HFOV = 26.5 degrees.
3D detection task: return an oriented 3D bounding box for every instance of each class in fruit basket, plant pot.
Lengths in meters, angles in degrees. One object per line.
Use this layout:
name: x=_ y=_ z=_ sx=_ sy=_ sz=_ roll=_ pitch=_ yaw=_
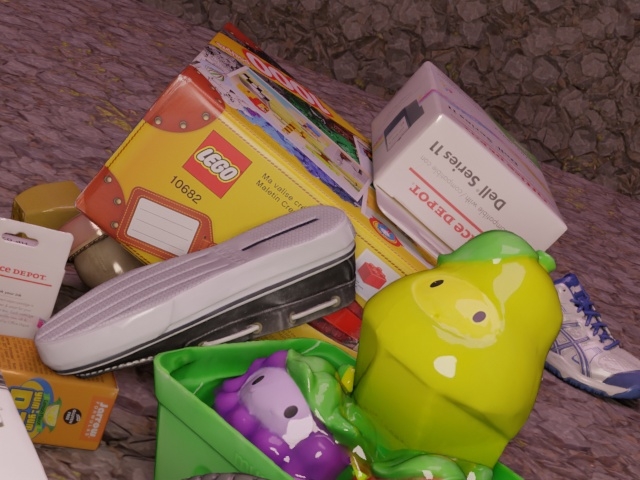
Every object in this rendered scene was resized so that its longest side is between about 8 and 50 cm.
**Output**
fruit basket: x=0.064 y=0.161 z=1.181 sx=0.392 sy=0.392 sz=0.283 roll=34 pitch=22 yaw=35
plant pot: x=-0.345 y=-0.024 z=1.719 sx=0.083 sy=0.081 sz=0.081 roll=-3 pitch=28 yaw=-33

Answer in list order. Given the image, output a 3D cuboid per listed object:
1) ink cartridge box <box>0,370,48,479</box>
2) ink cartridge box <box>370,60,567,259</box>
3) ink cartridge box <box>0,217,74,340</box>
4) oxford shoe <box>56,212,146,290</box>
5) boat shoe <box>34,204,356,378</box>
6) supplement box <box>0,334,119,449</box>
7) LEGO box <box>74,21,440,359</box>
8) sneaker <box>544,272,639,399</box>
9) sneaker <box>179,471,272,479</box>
ink cartridge box: x=-0.282 y=0.211 z=0.782 sx=0.166 sy=0.285 sz=0.395 roll=9 pitch=21 yaw=-31
ink cartridge box: x=0.171 y=-0.071 z=1.609 sx=0.207 sy=0.119 sz=0.353 roll=40 pitch=16 yaw=-13
ink cartridge box: x=-0.321 y=0.052 z=1.356 sx=0.104 sy=0.181 sz=0.061 roll=14 pitch=20 yaw=-21
oxford shoe: x=-0.201 y=0.026 z=1.714 sx=0.146 sy=0.140 sz=0.397 roll=60 pitch=19 yaw=5
boat shoe: x=-0.105 y=0.076 z=1.321 sx=0.335 sy=0.119 sz=0.121 roll=-20 pitch=22 yaw=-16
supplement box: x=-0.315 y=0.137 z=1.291 sx=0.233 sy=0.078 sz=0.080 roll=10 pitch=21 yaw=-28
LEGO box: x=0.000 y=0.000 z=1.595 sx=0.500 sy=0.193 sz=0.372 roll=40 pitch=16 yaw=-9
sneaker: x=0.364 y=0.122 z=1.995 sx=0.296 sy=0.131 sz=0.112 roll=30 pitch=18 yaw=20
sneaker: x=-0.082 y=0.235 z=1.017 sx=0.341 sy=0.125 sz=0.140 roll=-5 pitch=-10 yaw=34
